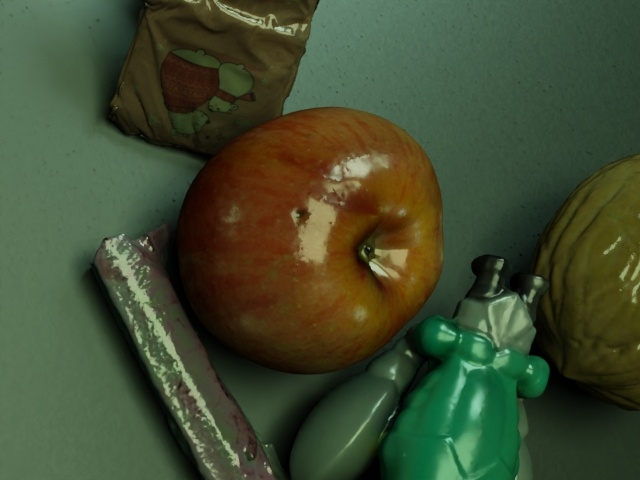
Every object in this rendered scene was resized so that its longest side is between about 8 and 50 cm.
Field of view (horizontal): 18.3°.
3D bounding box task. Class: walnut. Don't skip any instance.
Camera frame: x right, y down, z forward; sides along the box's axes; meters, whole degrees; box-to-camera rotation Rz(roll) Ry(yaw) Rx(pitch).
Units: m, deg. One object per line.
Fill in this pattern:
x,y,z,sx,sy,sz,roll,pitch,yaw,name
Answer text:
0.262,0.035,1.602,0.213,0.213,0.213,4,79,-23,walnut

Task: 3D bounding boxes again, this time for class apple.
0.000,0.000,1.491,0.209,0.164,0.209,-2,94,-41,apple

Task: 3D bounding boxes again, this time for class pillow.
-0.070,-0.171,1.491,0.135,0.248,0.049,10,32,-16,pillow

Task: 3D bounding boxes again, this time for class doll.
0.108,0.155,1.533,0.258,0.153,0.195,-42,93,-16,doll

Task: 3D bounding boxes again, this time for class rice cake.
-0.083,0.120,1.507,0.081,0.051,0.290,-29,93,-29,rice cake
